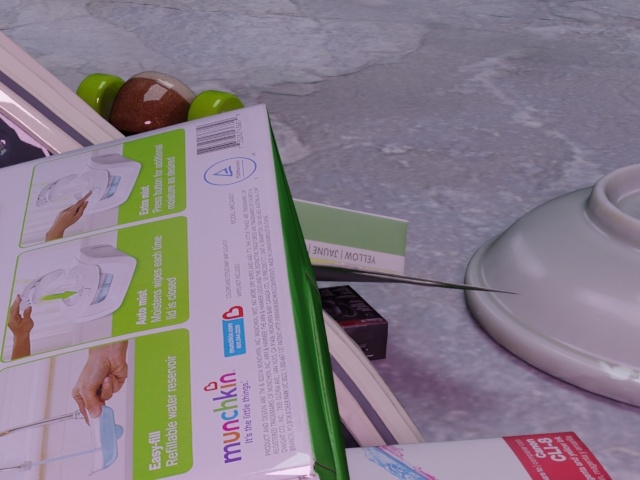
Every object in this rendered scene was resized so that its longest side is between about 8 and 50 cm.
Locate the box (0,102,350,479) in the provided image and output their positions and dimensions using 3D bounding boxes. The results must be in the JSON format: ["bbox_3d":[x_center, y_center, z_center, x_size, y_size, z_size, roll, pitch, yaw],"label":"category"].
[{"bbox_3d":[-0.111,0.074,0.598,0.231,0.127,0.262,-15,32,2],"label":"box"}]

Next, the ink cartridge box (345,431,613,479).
[{"bbox_3d":[0.048,0.175,0.667,0.176,0.128,0.127,-2,22,-12],"label":"ink cartridge box"}]

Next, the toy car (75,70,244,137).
[{"bbox_3d":[-0.163,-0.038,1.261,0.155,0.149,0.188,11,51,31],"label":"toy car"}]

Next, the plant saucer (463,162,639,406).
[{"bbox_3d":[0.316,0.014,1.156,0.400,0.100,0.400,2,22,-1],"label":"plant saucer"}]

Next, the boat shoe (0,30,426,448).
[{"bbox_3d":[-0.139,0.015,0.833,0.500,0.156,0.187,39,-4,-9],"label":"boat shoe"}]

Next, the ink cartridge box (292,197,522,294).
[{"bbox_3d":[0.000,0.000,1.021,0.171,0.056,0.235,9,-7,-40],"label":"ink cartridge box"}]

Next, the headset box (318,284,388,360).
[{"bbox_3d":[0.009,0.064,1.084,0.062,0.032,0.083,-6,24,-22],"label":"headset box"}]
